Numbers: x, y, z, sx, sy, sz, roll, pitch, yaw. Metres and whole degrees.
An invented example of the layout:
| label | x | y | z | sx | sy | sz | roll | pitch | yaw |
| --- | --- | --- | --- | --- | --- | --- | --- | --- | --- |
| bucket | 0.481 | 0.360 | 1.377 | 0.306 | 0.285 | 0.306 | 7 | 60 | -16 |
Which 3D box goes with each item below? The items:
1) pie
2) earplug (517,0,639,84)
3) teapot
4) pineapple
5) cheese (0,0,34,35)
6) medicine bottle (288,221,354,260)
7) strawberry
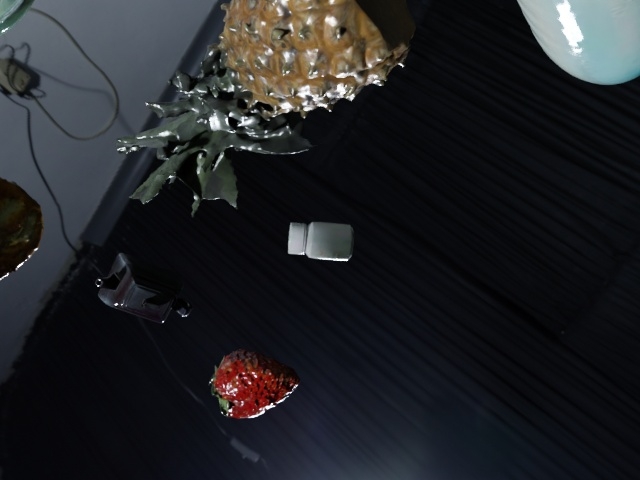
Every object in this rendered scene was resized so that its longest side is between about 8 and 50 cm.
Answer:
| label | x | y | z | sx | sy | sz | roll | pitch | yaw |
| --- | --- | --- | --- | --- | --- | --- | --- | --- | --- |
| pie | -0.709 | -0.018 | 1.072 | 0.308 | 0.085 | 0.308 | -45 | 152 | -32 |
| earplug | 0.264 | -0.249 | 0.480 | 0.324 | 0.185 | 0.185 | 21 | 106 | -52 |
| teapot | -0.295 | 0.092 | 0.888 | 0.177 | 0.096 | 0.087 | 27 | 93 | -34 |
| pineapple | -0.075 | -0.147 | 0.545 | 0.364 | 0.166 | 0.165 | -32 | 172 | 40 |
| cheese | -0.256 | -0.166 | 0.393 | 0.120 | 0.067 | 0.026 | -42 | 142 | -4 |
| medicine bottle | 0.000 | 0.000 | 0.736 | 0.052 | 0.089 | 0.052 | -175 | -90 | -84 |
| strawberry | -0.122 | 0.249 | 0.942 | 0.148 | 0.131 | 0.131 | -28 | 151 | -10 |
